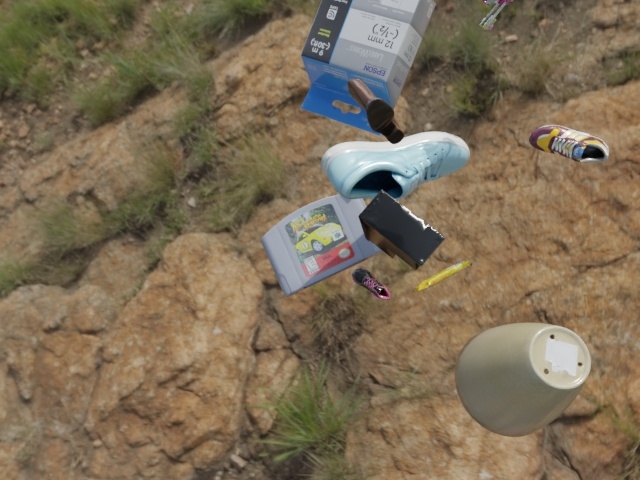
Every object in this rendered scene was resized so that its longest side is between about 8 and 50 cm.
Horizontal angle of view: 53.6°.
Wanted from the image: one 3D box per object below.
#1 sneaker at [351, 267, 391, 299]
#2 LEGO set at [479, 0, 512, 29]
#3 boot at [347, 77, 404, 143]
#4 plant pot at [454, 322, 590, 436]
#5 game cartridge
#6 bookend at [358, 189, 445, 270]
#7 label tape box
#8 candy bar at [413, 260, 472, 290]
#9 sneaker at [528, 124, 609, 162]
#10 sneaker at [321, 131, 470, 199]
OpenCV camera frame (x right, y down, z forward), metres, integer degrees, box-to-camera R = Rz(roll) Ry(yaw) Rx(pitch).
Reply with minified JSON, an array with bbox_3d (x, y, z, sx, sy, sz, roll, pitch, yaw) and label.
[{"bbox_3d":[0.129,0.109,1.567,0.047,0.119,0.057,-55,24,-1],"label":"sneaker"},{"bbox_3d":[0.323,-0.490,1.232,0.132,0.287,0.107,45,108,14],"label":"LEGO set"},{"bbox_3d":[0.063,-0.193,0.863,0.037,0.106,0.114,-34,59,8],"label":"boot"},{"bbox_3d":[0.458,0.279,1.373,0.257,0.274,0.256,3,67,-6],"label":"plant pot"},{"bbox_3d":[0.000,0.000,1.655,0.294,0.060,0.196,-26,77,7],"label":"game cartridge"},{"bbox_3d":[0.163,-0.005,1.264,0.157,0.156,0.072,39,83,18],"label":"bookend"},{"bbox_3d":[0.095,-0.466,1.561,0.249,0.115,0.347,25,95,25],"label":"label tape box"},{"bbox_3d":[0.259,0.073,1.328,0.040,0.162,0.018,-23,89,53],"label":"candy bar"},{"bbox_3d":[0.597,-0.229,1.521,0.186,0.069,0.084,9,28,9],"label":"sneaker"},{"bbox_3d":[0.192,-0.148,1.452,0.366,0.135,0.150,-10,50,-15],"label":"sneaker"}]
